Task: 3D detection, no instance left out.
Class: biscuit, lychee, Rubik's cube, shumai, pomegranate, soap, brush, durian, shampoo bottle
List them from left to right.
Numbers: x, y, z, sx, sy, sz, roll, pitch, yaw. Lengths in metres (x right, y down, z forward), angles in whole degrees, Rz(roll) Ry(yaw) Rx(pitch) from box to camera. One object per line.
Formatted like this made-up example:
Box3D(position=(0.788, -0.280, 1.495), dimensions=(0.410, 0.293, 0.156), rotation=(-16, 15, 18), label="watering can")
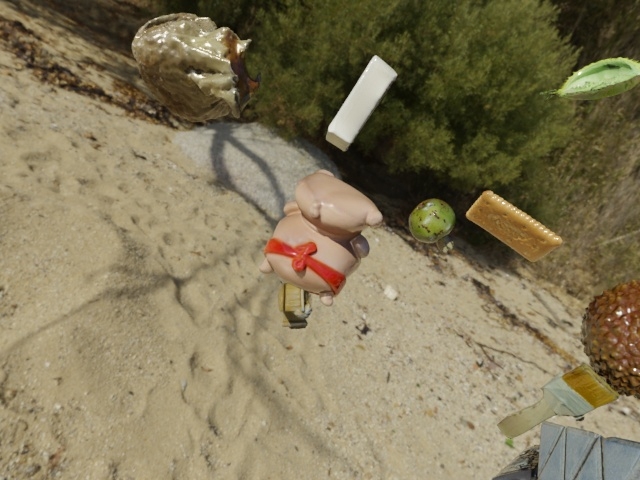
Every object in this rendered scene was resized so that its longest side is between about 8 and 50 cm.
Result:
Box3D(position=(-0.300, -0.424, 1.040), dimensions=(0.314, 0.267, 0.262), rotation=(16, 16, -42), label="shumai")
Box3D(position=(0.085, -0.290, 0.885), dimensions=(0.063, 0.183, 0.121), rotation=(33, 2, -5), label="soap")
Box3D(position=(0.283, -0.034, 1.000), dimensions=(0.142, 0.114, 0.114), rotation=(53, 5, -19), label="pomegranate")
Box3D(position=(0.555, -0.037, 1.191), dimensions=(0.249, 0.030, 0.160), rotation=(38, -20, 12), label="biscuit")
Box3D(position=(0.402, 0.457, 0.777), dimensions=(0.309, 0.098, 0.071), rotation=(11, 56, -50), label="shampoo bottle")
Box3D(position=(0.443, 0.334, 0.808), dimensions=(0.020, 0.337, 0.085), rotation=(-31, 64, -30), label="brush")
Box3D(position=(0.639, -0.370, 0.950), dimensions=(0.100, 0.086, 0.215), rotation=(-24, 15, -34), label="durian")
Box3D(position=(0.378, 0.360, 0.512), dimensions=(0.228, 0.233, 0.229), rotation=(6, 64, -37), label="Rubik's cube")
Box3D(position=(0.566, 0.171, 0.716), dimensions=(0.238, 0.200, 0.200), rotation=(-10, 37, -41), label="lychee")

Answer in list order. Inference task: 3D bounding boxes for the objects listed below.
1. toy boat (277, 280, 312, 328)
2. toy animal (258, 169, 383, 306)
Box3D(position=(-0.065, 0.171, 1.082), dimensions=(0.089, 0.122, 0.321), rotation=(-2, -7, -2), label="toy boat")
Box3D(position=(0.000, 0.000, 0.663), dimensions=(0.171, 0.198, 0.171), rotation=(24, 21, -10), label="toy animal")
